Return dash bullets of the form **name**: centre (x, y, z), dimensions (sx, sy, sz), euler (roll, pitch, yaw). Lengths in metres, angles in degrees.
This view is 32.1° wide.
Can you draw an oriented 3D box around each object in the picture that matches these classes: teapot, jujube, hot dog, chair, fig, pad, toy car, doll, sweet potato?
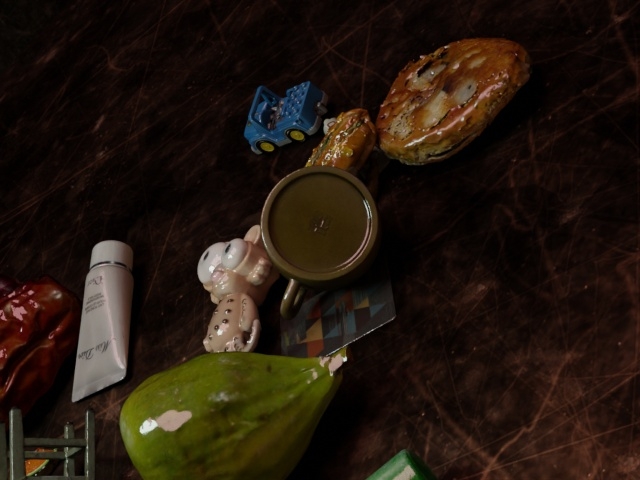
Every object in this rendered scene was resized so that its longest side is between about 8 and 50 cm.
- **teapot**: centre (0.000, 0.000, 1.731), dimensions (0.185, 0.175, 0.268), euler (23, 83, 10)
- **jujube**: centre (-0.585, 0.217, 2.104), dimensions (0.216, 0.216, 0.342), euler (11, 55, 52)
- **hot dog**: centre (0.008, -0.097, 1.850), dimensions (0.269, 0.072, 0.115), euler (-59, 33, 18)
- **chair**: centre (-0.443, 0.410, 1.779), dimensions (0.136, 0.147, 0.270), euler (-37, 53, 54)
- **fig**: centre (-0.114, 0.258, 1.527), dimensions (0.314, 0.233, 0.233), euler (-14, 45, 32)
- **pad**: centre (0.023, 0.118, 1.718), dimensions (0.211, 0.003, 0.143), euler (-32, 36, 21)
- **toy car**: centre (-0.078, -0.241, 2.117), dimensions (0.191, 0.100, 0.097), euler (-17, 47, 43)
- **doll**: centre (-0.135, 0.100, 1.809), dimensions (0.154, 0.119, 0.278), euler (-37, 35, 34)
- **sweet potato**: centre (0.063, -0.064, 1.833), dimensions (0.153, 0.041, 0.038), euler (-60, 12, -8)

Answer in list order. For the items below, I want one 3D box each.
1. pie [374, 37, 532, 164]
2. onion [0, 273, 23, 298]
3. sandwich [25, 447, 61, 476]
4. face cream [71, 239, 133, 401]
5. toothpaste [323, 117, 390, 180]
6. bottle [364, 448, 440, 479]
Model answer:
- **pie**: centre (0.208, -0.229, 1.808), dimensions (0.308, 0.085, 0.308), euler (-33, 32, 23)
- **onion**: centre (-0.710, 0.177, 2.271), dimensions (0.281, 0.281, 0.221), euler (-43, 77, 4)
- **sandwich**: centre (-0.499, 0.400, 1.969), dimensions (0.101, 0.026, 0.069), euler (-45, 29, -3)
- **face cream**: centre (-0.401, 0.146, 2.092), dimensions (0.143, 0.089, 0.314), euler (-25, 49, 29)
- **toothpaste**: centre (0.056, -0.166, 1.951), dimensions (0.060, 0.038, 0.233), euler (-46, 36, 4)
- **bottle**: centre (0.009, 0.391, 1.363), dimensions (0.330, 0.093, 0.093), euler (-42, 34, 6)
